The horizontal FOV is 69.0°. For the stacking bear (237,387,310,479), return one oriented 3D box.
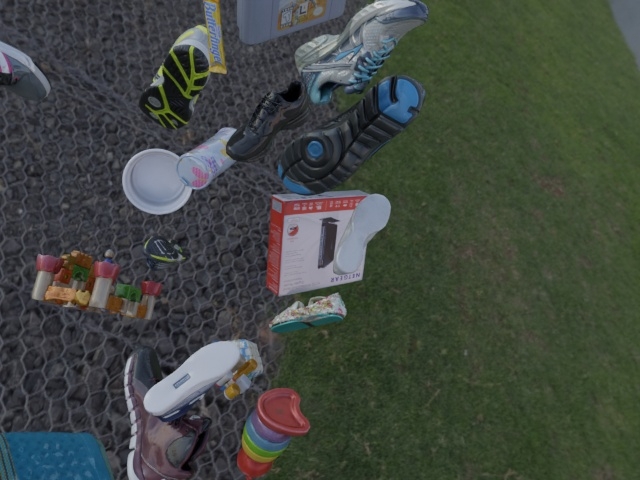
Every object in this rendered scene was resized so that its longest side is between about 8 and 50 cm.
[{"bbox_3d":[-0.178,0.641,1.498,0.164,0.289,0.175,14,25,-28],"label":"stacking bear"}]

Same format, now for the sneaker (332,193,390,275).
[{"bbox_3d":[0.083,-0.014,1.066,0.080,0.094,0.212,35,71,-5],"label":"sneaker"}]

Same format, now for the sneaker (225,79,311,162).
[{"bbox_3d":[-0.141,-0.321,1.222,0.109,0.130,0.286,37,68,16],"label":"sneaker"}]

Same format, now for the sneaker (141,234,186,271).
[{"bbox_3d":[-0.590,0.063,1.715,0.121,0.300,0.111,-38,84,-3],"label":"sneaker"}]

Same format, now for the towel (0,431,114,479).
[{"bbox_3d":[-0.334,0.301,0.434,0.271,0.040,0.370,49,8,32],"label":"towel"}]

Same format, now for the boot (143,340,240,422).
[{"bbox_3d":[-0.233,0.265,0.877,0.190,0.086,0.069,-30,61,-17],"label":"boot"}]

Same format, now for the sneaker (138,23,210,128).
[{"bbox_3d":[-0.381,-0.439,1.291,0.145,0.385,0.147,35,56,-26],"label":"sneaker"}]

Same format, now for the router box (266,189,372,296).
[{"bbox_3d":[0.000,0.000,1.480,0.335,0.082,0.301,-8,112,-34],"label":"router box"}]

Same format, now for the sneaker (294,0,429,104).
[{"bbox_3d":[0.081,-0.340,0.869,0.110,0.283,0.122,-10,87,-49],"label":"sneaker"}]

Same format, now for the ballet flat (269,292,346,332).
[{"bbox_3d":[-0.035,0.201,1.290,0.091,0.241,0.077,41,41,-50],"label":"ballet flat"}]

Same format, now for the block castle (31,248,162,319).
[{"bbox_3d":[-0.831,0.163,1.777,0.303,0.453,0.213,6,75,6],"label":"block castle"}]

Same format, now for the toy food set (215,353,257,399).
[{"bbox_3d":[-0.303,0.461,1.558,0.111,0.104,0.232,47,13,-6],"label":"toy food set"}]

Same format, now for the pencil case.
[{"bbox_3d":[-0.332,-0.258,1.439,0.113,0.124,0.273,60,28,-20],"label":"pencil case"}]

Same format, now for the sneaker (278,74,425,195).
[{"bbox_3d":[0.065,-0.199,0.931,0.125,0.341,0.139,60,29,-5],"label":"sneaker"}]

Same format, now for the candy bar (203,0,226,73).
[{"bbox_3d":[-0.225,-0.435,0.989,0.040,0.161,0.018,8,43,4],"label":"candy bar"}]

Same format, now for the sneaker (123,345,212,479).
[{"bbox_3d":[-0.295,0.338,0.933,0.106,0.162,0.281,46,30,-66],"label":"sneaker"}]

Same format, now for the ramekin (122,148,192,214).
[{"bbox_3d":[-0.693,-0.261,1.994,0.277,0.277,0.135,23,10,-23],"label":"ramekin"}]

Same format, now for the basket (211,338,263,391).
[{"bbox_3d":[-0.390,0.498,1.835,0.289,0.255,0.201,-13,73,4],"label":"basket"}]

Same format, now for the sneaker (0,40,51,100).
[{"bbox_3d":[-0.639,-0.299,0.852,0.295,0.124,0.178,43,45,-65],"label":"sneaker"}]

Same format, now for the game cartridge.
[{"bbox_3d":[-0.047,-0.562,1.022,0.297,0.198,0.062,-31,72,-26],"label":"game cartridge"}]
